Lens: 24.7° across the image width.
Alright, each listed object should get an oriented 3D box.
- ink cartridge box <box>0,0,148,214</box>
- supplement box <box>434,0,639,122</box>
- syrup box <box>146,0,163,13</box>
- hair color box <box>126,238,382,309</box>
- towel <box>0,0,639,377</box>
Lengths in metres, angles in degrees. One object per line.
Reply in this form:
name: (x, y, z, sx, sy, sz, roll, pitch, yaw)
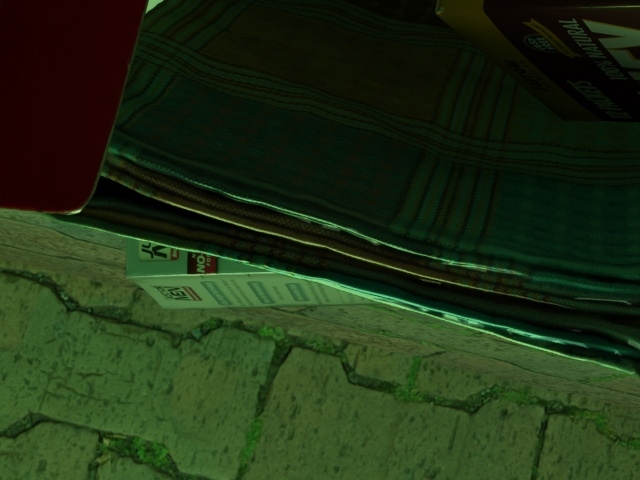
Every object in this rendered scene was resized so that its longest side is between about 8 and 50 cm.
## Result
ink cartridge box: (-0.190, -0.177, 0.556, 0.272, 0.309, 0.130, 5, 166, 29)
supplement box: (0.175, -0.154, 0.580, 0.194, 0.191, 0.129, 5, 168, 34)
syrup box: (-0.116, -0.179, 0.904, 0.093, 0.096, 0.237, 56, -164, 28)
hair color box: (0.000, 0.000, 1.531, 0.375, 0.113, 0.185, -2, 166, 6)
towel: (0.032, -0.068, 0.702, 0.272, 0.040, 0.370, 15, -155, 4)
